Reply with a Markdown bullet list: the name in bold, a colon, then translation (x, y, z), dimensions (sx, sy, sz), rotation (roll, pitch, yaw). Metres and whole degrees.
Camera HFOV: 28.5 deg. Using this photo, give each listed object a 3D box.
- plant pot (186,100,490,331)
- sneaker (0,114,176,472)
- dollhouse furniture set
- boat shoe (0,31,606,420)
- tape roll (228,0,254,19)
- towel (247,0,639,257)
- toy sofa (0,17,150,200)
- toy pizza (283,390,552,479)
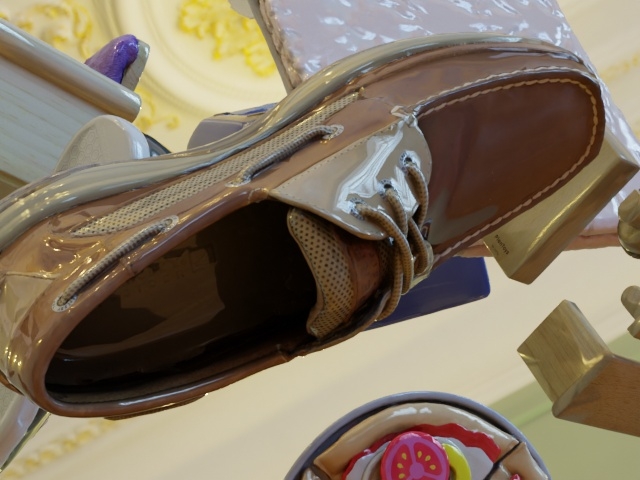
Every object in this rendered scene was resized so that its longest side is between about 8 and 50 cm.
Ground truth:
- **plant pot**: translation (0.002, -0.033, 1.222), dimensions (0.235, 0.236, 0.212), rotation (-15, -80, -17)
- **sneaker**: translation (-0.153, 0.065, 0.861), dimensions (0.147, 0.104, 0.296), rotation (19, -72, -48)
- **dollhouse furniture set**: translation (0.207, 0.027, 0.870), dimensions (0.123, 0.151, 0.144), rotation (19, -59, -42)
- **boat shoe**: translation (0.000, 0.000, 0.582), dimensions (0.324, 0.116, 0.123), rotation (-24, -58, -12)
- **tape roll**: translation (-0.055, -0.399, 1.440), dimensions (0.100, 0.286, 0.286), rotation (-14, -39, -23)
- **towel**: translation (0.120, -0.124, 1.108), dimensions (0.316, 0.332, 0.053), rotation (-6, -33, -26)
- **toy sofa**: translation (-0.309, -0.081, 1.088), dimensions (0.150, 0.177, 0.362), rotation (28, -29, -31)
- **toy pizza**: translation (0.059, 0.185, 0.701), dimensions (0.201, 0.201, 0.032), rotation (-4, 0, -25)
